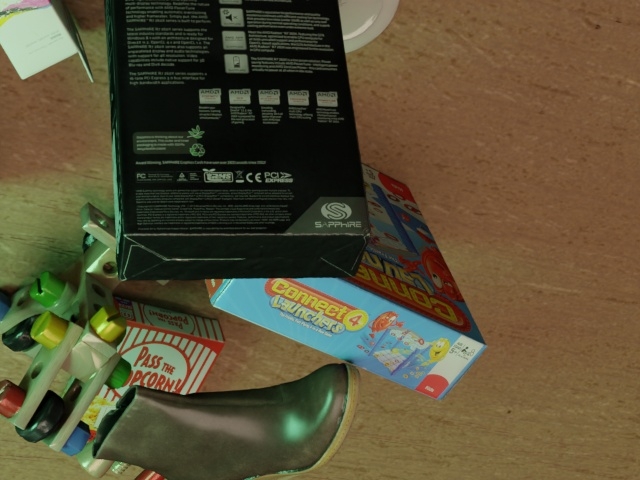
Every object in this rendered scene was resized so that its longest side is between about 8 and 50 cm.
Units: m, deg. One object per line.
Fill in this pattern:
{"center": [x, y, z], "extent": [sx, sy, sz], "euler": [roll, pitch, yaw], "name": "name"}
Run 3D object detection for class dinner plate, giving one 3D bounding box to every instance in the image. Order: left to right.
{"center": [0.021, -0.259, 1.709], "extent": [0.141, 0.017, 0.141], "euler": [-8, 126, -11], "name": "dinner plate"}

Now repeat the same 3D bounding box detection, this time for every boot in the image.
{"center": [-0.097, 0.186, 1.632], "extent": [0.207, 0.090, 0.248], "euler": [20, 134, -27], "name": "boot"}

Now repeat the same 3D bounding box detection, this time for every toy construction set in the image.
{"center": [-0.233, 0.109, 1.743], "extent": [0.237, 0.257, 0.309], "euler": [-43, 94, 7], "name": "toy construction set"}

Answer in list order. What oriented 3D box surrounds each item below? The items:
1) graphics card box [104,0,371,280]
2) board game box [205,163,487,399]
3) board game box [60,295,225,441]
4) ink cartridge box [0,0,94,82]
{"center": [-0.088, -0.140, 1.533], "extent": [0.232, 0.371, 0.094], "euler": [-1, 149, -12], "name": "graphics card box"}
{"center": [0.000, 0.000, 1.714], "extent": [0.308, 0.302, 0.086], "euler": [25, 116, -31], "name": "board game box"}
{"center": [-0.223, 0.168, 1.936], "extent": [0.146, 0.045, 0.193], "euler": [15, 120, -26], "name": "board game box"}
{"center": [-0.299, -0.242, 1.558], "extent": [0.067, 0.115, 0.198], "euler": [-26, 129, 2], "name": "ink cartridge box"}
